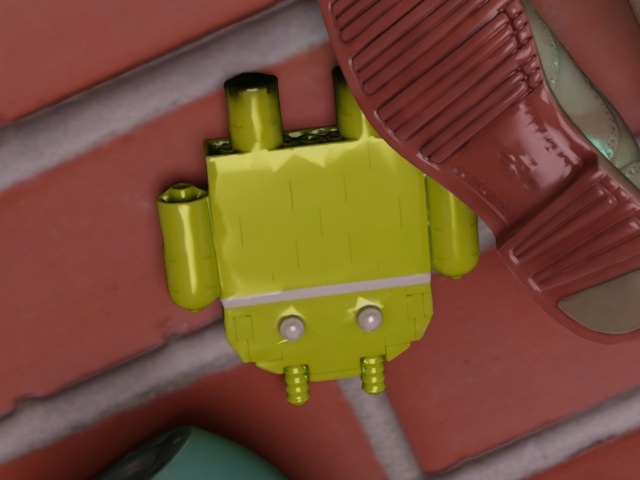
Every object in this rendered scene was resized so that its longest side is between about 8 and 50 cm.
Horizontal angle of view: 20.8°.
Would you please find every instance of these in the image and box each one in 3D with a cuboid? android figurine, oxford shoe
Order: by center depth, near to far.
[{"bbox_3d":[0.132,-0.105,1.300,0.140,0.146,0.397,-32,95,24],"label":"oxford shoe"},{"bbox_3d":[0.000,0.000,1.357,0.248,0.056,0.273,-5,110,-5],"label":"android figurine"}]

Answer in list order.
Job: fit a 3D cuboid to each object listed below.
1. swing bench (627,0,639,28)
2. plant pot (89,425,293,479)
[{"bbox_3d":[0.334,-0.203,1.197,0.253,0.165,0.255,-24,141,13],"label":"swing bench"},{"bbox_3d":[-0.104,0.288,1.345,0.293,0.293,0.235,-35,98,8],"label":"plant pot"}]
